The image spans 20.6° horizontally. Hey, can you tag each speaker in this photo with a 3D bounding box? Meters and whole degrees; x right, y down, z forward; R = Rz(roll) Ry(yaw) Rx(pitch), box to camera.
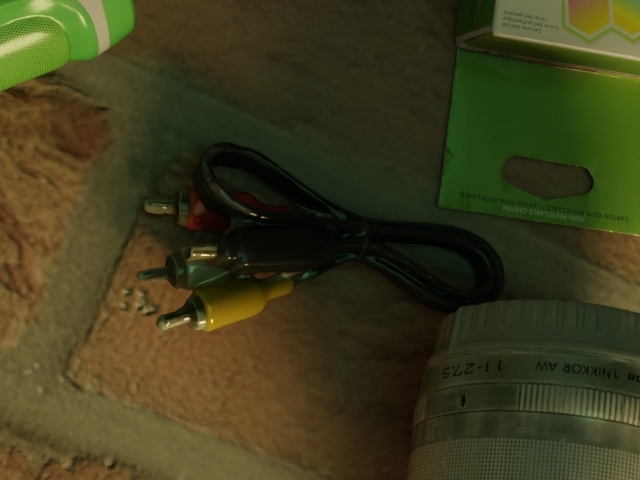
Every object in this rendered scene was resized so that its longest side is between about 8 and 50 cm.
[{"bbox_3d":[-0.286,-0.144,1.237,0.296,0.131,0.131,-24,95,-13],"label":"speaker"}]

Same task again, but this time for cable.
[{"bbox_3d":[0.000,0.000,1.360,0.287,0.072,0.139,1,72,-26],"label":"cable"}]

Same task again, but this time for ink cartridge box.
[{"bbox_3d":[0.205,-0.142,1.378,0.188,0.097,0.255,8,86,-14],"label":"ink cartridge box"}]

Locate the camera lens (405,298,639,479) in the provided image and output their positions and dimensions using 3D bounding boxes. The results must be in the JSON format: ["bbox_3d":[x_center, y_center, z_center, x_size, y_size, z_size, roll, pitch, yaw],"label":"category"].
[{"bbox_3d":[0.168,0.203,1.278,0.219,0.219,0.274,13,70,-14],"label":"camera lens"}]
